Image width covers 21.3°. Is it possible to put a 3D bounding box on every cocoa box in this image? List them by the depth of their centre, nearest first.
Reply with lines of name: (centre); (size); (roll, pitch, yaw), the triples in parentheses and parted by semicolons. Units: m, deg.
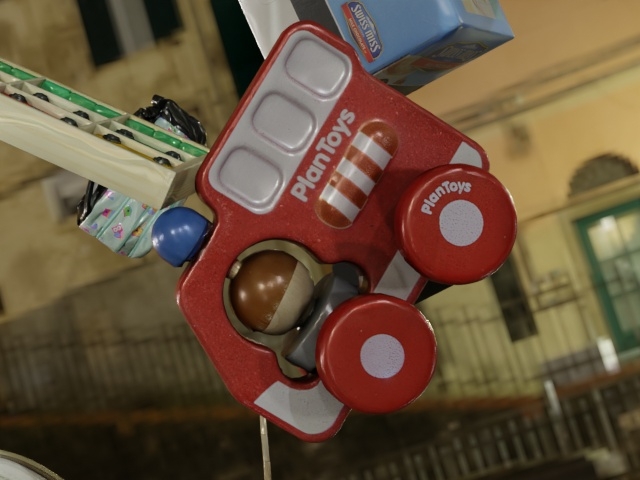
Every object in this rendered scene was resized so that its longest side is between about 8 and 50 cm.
cocoa box: (0.031, -0.339, 1.943); (0.228, 0.347, 0.231); (-27, -7, 20)

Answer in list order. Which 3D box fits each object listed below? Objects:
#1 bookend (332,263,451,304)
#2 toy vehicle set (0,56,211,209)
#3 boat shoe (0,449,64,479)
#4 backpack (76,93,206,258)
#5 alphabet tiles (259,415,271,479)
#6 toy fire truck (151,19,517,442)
bookend: (0.086, -0.014, 1.867); (0.072, 0.157, 0.156); (17, -30, -33)
toy vehicle set: (-0.230, -0.104, 1.465); (0.267, 0.035, 0.166); (24, 11, 4)
boat shoe: (-0.269, 0.345, 1.732); (0.113, 0.302, 0.103); (-32, 19, 11)
backpack: (-0.216, -0.071, 2.067); (0.182, 0.115, 0.152); (-58, 2, -16)
alphabet tiles: (-0.057, 0.311, 1.930); (0.009, 0.237, 0.198); (-5, -21, -3)
toy fire truck: (0.000, 0.000, 1.434); (0.302, 0.254, 0.169); (-58, 9, -3)
